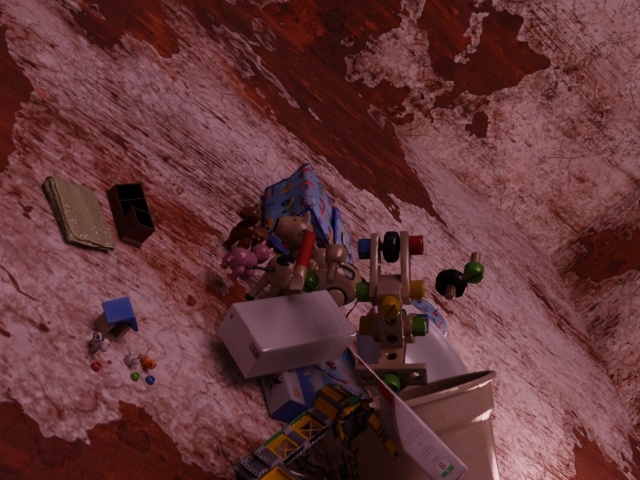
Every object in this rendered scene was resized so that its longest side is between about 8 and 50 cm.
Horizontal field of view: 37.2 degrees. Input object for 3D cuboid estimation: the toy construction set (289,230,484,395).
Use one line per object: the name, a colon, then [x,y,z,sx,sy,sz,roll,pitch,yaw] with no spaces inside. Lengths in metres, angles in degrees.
toy construction set: [0.088,0.128,1.646,0.309,0.257,0.237,20,44,-4]

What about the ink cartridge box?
ink cartridge box: [0.104,0.251,1.376,0.225,0.056,0.181,44,-3,-1]

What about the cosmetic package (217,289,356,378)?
cosmetic package: [-0.059,0.168,1.731,0.231,0.085,0.117,-6,49,-40]

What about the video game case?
video game case: [-0.014,0.261,1.846,0.269,0.061,0.244,29,30,-41]

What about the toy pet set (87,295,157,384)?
toy pet set: [-0.300,0.152,1.482,0.122,0.065,0.114,24,32,-47]

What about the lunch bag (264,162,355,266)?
lunch bag: [0.000,0.000,2.267,0.293,0.138,0.221,51,17,-27]

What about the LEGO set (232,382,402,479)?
LEGO set: [0.033,0.388,1.334,0.255,0.331,0.192,-25,36,-34]

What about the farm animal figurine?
farm animal figurine: [-0.038,0.042,1.911,0.327,0.172,0.330,33,12,-28]

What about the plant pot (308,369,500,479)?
plant pot: [0.177,0.411,1.617,0.334,0.334,0.305,-3,77,-63]

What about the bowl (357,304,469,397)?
bowl: [0.173,0.261,1.980,0.298,0.134,0.298,39,21,-18]

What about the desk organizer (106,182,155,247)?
desk organizer: [-0.350,-0.055,1.754,0.047,0.050,0.130,25,31,-46]

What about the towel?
towel: [-0.416,-0.046,1.648,0.110,0.027,0.148,17,37,-54]

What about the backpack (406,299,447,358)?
backpack: [0.195,0.220,2.158,0.158,0.173,0.117,48,21,-2]
